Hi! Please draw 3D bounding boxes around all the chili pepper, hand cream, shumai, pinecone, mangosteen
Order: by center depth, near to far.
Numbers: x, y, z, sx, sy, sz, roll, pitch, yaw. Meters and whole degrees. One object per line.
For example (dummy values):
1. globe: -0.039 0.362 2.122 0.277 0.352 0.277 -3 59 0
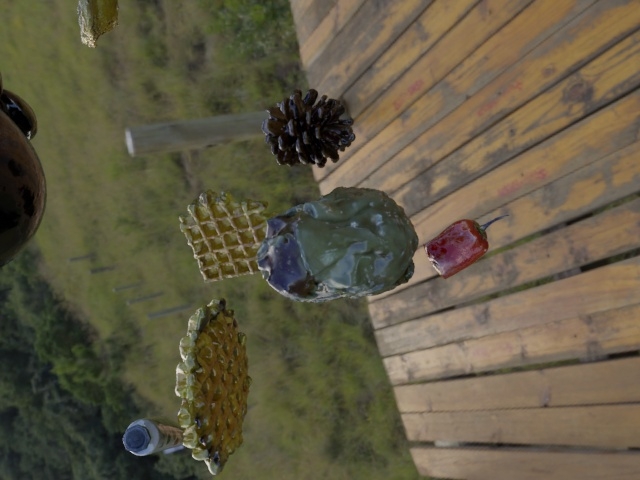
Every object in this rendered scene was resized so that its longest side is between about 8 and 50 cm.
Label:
1. shumai: 0.001 0.001 1.004 0.256 0.218 0.189 -17 76 31
2. mangosteen: -0.659 -0.136 1.167 0.382 0.382 0.435 -48 18 59
3. hand cream: -0.294 0.354 1.208 0.095 0.059 0.276 33 171 9
4. chili pepper: 0.299 -0.001 1.333 0.192 0.086 0.084 -36 41 21
5. pinecone: -0.022 -0.238 1.402 0.195 0.179 0.150 16 139 17

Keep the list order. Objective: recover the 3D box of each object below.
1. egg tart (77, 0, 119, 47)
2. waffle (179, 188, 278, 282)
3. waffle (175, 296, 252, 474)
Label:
1. egg tart: -0.399 -0.439 1.163 0.191 0.074 0.191 173 90 -69
2. waffle: -0.188 -0.023 1.443 0.057 0.229 0.219 -85 -21 -55
3. waffle: -0.200 0.265 1.253 0.329 0.062 0.329 -6 -90 -77
